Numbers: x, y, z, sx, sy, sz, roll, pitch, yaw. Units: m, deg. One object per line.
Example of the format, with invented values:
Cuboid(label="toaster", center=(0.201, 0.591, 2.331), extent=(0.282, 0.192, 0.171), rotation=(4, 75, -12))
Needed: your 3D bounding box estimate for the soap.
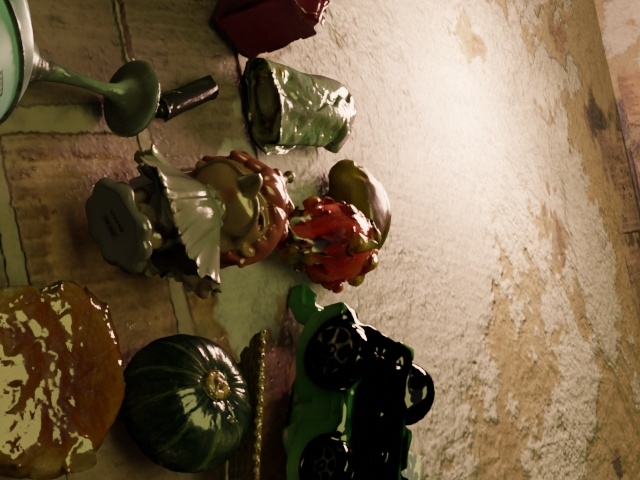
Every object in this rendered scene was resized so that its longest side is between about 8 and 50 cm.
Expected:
Cuboid(label="soap", center=(-0.054, -0.394, 1.575), extent=(0.099, 0.162, 0.250), rotation=(44, 44, -31))

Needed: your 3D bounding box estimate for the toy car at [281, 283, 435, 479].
Cuboid(label="toy car", center=(0.036, 0.241, 1.484), extent=(0.213, 0.176, 0.359), rotation=(34, 56, -45))

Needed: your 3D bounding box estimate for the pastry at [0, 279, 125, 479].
Cuboid(label="pastry", center=(-0.297, 0.132, 1.091), extent=(0.218, 0.100, 0.229), rotation=(55, 44, -22))

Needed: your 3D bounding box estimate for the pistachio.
Cuboid(label="pistachio", center=(0.066, -0.039, 1.675), extent=(0.110, 0.100, 0.189), rotation=(14, 66, -48))

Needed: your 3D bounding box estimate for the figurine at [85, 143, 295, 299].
Cuboid(label="figurine", center=(-0.126, -0.040, 1.335), extent=(0.387, 0.166, 0.207), rotation=(-13, 69, -54))

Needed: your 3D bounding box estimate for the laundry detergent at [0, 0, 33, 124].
Cuboid(label="laundry detergent", center=(-0.409, -0.153, 0.856), extent=(0.287, 0.287, 0.305), rotation=(57, 39, -26))

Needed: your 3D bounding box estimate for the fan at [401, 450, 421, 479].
Cuboid(label="fan", center=(0.121, 0.430, 1.677), extent=(0.131, 0.009, 0.240), rotation=(53, 41, -30))

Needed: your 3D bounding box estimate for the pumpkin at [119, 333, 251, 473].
Cuboid(label="pumpkin", center=(-0.160, 0.192, 1.245), extent=(0.167, 0.125, 0.167), rotation=(47, 29, -36))

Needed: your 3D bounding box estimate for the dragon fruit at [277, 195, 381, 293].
Cuboid(label="dragon fruit", center=(0.000, 0.000, 1.546), extent=(0.207, 0.150, 0.133), rotation=(19, 95, -46))

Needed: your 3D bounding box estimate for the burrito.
Cuboid(label="burrito", center=(-0.023, -0.205, 1.618), extent=(0.229, 0.089, 0.144), rotation=(-7, 89, -54))

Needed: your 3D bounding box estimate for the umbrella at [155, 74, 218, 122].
Cuboid(label="umbrella", center=(-0.184, -0.194, 1.428), extent=(0.036, 0.031, 0.133), rotation=(48, 36, 4))

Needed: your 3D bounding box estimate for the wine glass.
Cuboid(label="wine glass", center=(-0.326, -0.277, 1.188), extent=(0.309, 0.096, 0.264), rotation=(14, 70, -52))

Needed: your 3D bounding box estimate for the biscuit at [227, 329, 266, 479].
Cuboid(label="biscuit", center=(-0.096, 0.226, 1.329), extent=(0.016, 0.144, 0.203), rotation=(7, 71, -18))
